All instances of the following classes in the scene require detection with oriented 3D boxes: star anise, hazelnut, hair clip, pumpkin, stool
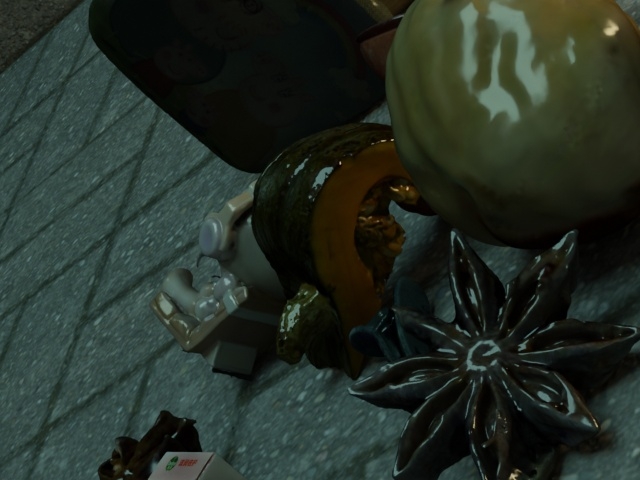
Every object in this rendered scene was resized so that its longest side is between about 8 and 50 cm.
[{"bbox_3d":[0.131,0.109,1.266,0.230,0.081,0.262,-12,55,13],"label":"star anise"},{"bbox_3d":[-0.166,0.266,1.590,0.214,0.099,0.220,-44,23,49],"label":"star anise"},{"bbox_3d":[0.177,-0.116,1.386,0.241,0.261,0.261,-39,18,-21],"label":"hazelnut"},{"bbox_3d":[0.098,0.115,1.423,0.083,0.048,0.275,-45,27,2],"label":"hair clip"},{"bbox_3d":[-0.004,0.004,1.569,0.131,0.126,0.248,28,106,54],"label":"pumpkin"},{"bbox_3d":[-0.065,-0.284,2.025,0.310,0.310,0.226,-32,23,33],"label":"stool"}]

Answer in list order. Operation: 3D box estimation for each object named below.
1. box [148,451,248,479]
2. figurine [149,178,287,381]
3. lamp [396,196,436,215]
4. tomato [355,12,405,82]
[{"bbox_3d":[-0.077,0.230,1.434,0.089,0.125,0.043,-9,43,56],"label":"box"},{"bbox_3d":[-0.059,0.018,1.713,0.236,0.162,0.141,-54,45,23],"label":"figurine"},{"bbox_3d":[0.109,-0.070,1.624,0.107,0.092,0.107,-8,38,7],"label":"lamp"},{"bbox_3d":[0.152,-0.173,1.657,0.228,0.112,0.199,-12,-1,-6],"label":"tomato"}]
